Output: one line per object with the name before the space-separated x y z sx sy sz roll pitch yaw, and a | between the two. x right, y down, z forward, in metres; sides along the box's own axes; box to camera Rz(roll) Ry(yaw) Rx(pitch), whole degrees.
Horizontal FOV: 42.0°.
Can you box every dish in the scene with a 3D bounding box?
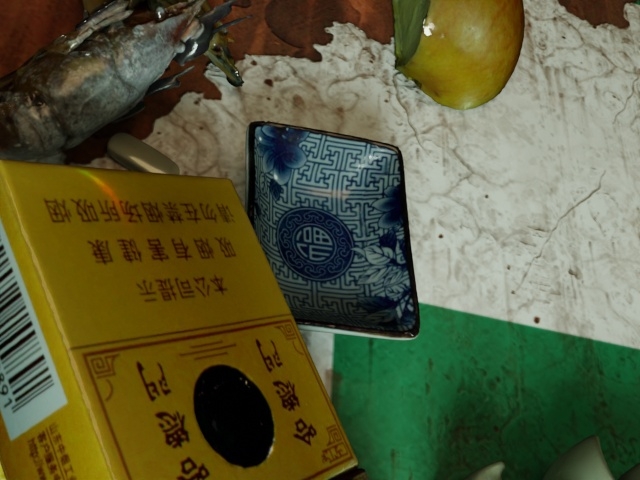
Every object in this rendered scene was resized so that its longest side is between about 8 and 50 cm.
dish | 0.000 0.000 0.886 0.182 0.080 0.243 8 57 -17

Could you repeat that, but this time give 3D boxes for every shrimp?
shrimp | -0.216 -0.189 0.880 0.343 0.145 0.116 -38 113 -22
shrimp | -0.197 -0.271 0.992 0.145 0.059 0.254 -23 70 -28

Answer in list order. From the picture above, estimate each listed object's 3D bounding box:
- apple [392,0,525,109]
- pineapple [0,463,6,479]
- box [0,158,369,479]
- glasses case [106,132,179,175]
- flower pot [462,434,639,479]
apple | 0.178 -0.350 1.148 0.179 0.254 0.346 -13 57 18
pineapple | -0.249 0.135 0.706 0.225 0.076 0.225 12 53 -16
box | -0.105 0.147 0.647 0.264 0.116 0.415 1 60 -58
glasses case | -0.191 -0.087 0.901 0.083 0.021 0.032 31 53 -1
flower pot | 0.284 0.339 0.718 0.254 0.164 0.367 -11 54 -34
